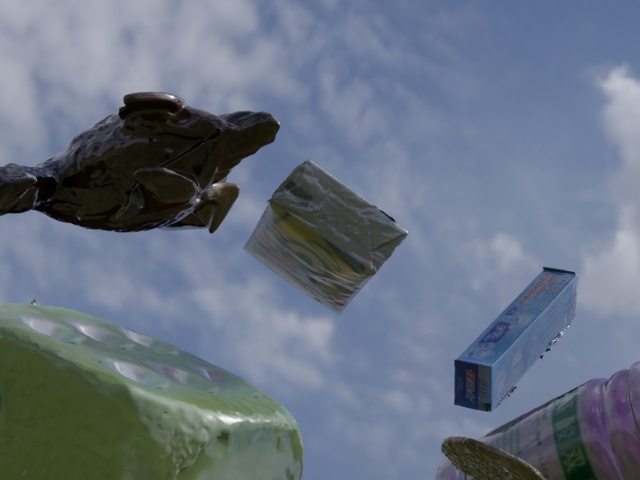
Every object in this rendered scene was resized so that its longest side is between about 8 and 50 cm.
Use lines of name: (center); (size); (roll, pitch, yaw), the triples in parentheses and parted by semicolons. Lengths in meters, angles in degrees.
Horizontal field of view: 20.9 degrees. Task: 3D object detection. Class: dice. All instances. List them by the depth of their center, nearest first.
dice: (-0.184, 0.203, 1.362); (0.254, 0.250, 0.252); (24, 4, 25)

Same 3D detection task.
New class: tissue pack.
tissue pack: (0.000, 0.000, 1.479); (0.108, 0.060, 0.148); (37, -20, -1)

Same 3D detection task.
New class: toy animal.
toy animal: (-0.119, -0.048, 1.088); (0.179, 0.089, 0.188); (-7, -9, -46)

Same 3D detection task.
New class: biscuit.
biscuit: (0.163, 0.210, 1.582); (0.120, 0.015, 0.120); (26, -19, 9)

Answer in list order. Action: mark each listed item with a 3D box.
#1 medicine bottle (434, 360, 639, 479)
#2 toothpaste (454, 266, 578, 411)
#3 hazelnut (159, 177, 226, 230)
medicine bottle: (0.306, 0.257, 1.847); (0.325, 0.212, 0.212); (-29, -55, 24)
toothpaste: (0.237, 0.116, 2.084); (0.053, 0.272, 0.066); (10, -63, 28)
hazelnut: (-0.104, -0.045, 1.289); (0.086, 0.086, 0.086); (10, -38, 8)
